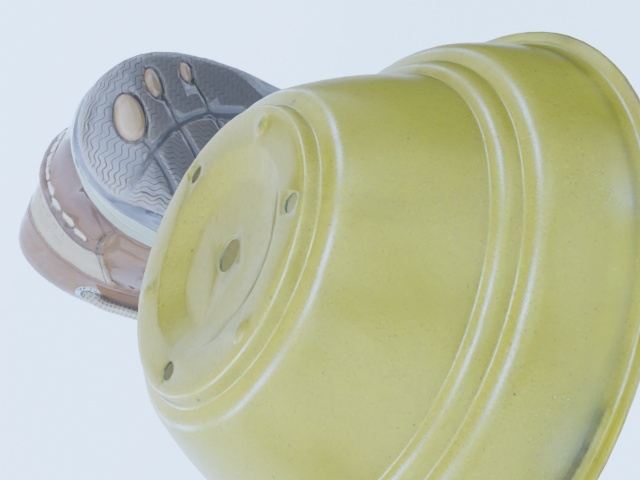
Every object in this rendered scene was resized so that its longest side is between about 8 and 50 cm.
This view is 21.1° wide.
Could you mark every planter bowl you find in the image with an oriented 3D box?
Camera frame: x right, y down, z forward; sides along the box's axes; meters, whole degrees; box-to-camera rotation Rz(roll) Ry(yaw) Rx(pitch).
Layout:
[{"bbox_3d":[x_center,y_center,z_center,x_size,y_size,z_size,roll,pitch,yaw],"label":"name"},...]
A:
[{"bbox_3d":[0.002,0.017,0.555,0.090,0.217,0.217,21,-91,-28],"label":"planter bowl"}]

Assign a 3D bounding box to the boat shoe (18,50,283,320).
[{"bbox_3d":[0.000,0.000,0.838,0.324,0.116,0.123,17,-132,-36],"label":"boat shoe"}]
